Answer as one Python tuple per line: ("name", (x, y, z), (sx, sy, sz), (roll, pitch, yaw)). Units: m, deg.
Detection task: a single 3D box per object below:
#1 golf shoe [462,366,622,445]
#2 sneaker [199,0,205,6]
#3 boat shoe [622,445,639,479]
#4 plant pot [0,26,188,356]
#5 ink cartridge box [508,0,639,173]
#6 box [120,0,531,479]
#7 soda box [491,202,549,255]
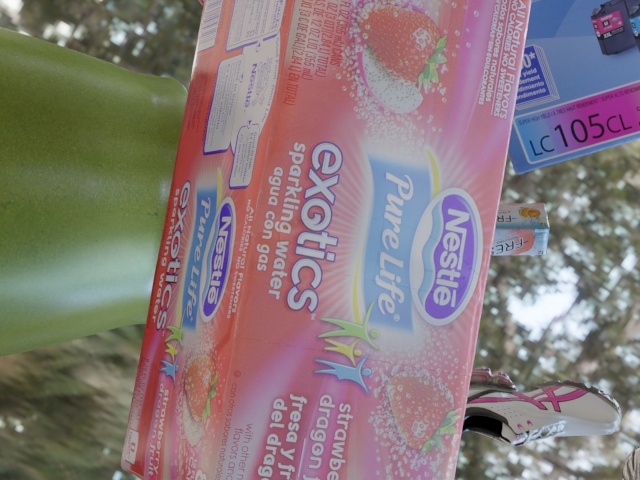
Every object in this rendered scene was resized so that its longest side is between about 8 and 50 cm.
("golf shoe", (0.228, 0.194, 1.420), (0.186, 0.067, 0.086), (5, -136, 16))
("sneaker", (-0.191, -0.382, 1.658), (0.087, 0.221, 0.128), (-42, -131, -7))
("boat shoe", (0.371, 0.229, 1.306), (0.223, 0.073, 0.080), (125, -28, -70))
("plant pot", (-0.303, -0.041, 1.209), (0.366, 0.353, 0.366), (-178, -90, -68))
("ink cartridge box", (0.247, -0.291, 1.242), (0.270, 0.395, 0.151), (-17, -152, 17))
("box", (0.000, 0.000, 0.735), (0.154, 0.142, 0.300), (-2, -102, 66))
("soda box", (0.258, -0.017, 2.033), (0.063, 0.183, 0.058), (-89, 178, -48))
